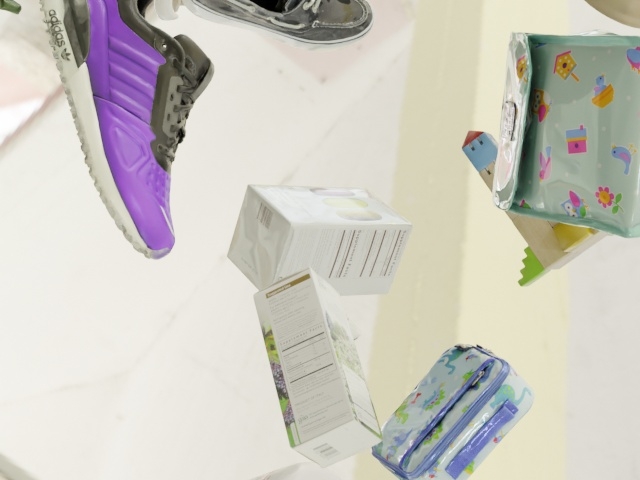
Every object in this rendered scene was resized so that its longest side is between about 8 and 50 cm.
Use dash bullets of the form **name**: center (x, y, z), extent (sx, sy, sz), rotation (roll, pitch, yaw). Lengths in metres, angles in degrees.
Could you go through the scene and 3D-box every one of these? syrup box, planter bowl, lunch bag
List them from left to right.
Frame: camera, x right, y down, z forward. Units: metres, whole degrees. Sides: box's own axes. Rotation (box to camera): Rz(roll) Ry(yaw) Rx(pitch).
- **syrup box**: center (-0.006, 0.164, 1.511), extent (0.096, 0.093, 0.236), rotation (-27, -125, 13)
- **lunch bag**: center (0.181, 0.248, 1.585), extent (0.219, 0.090, 0.176), rotation (-47, -162, -7)
- **lunch bag**: center (0.300, -0.130, 1.326), extent (0.262, 0.160, 0.223), rotation (17, -72, 50)
- **planter bowl**: center (0.529, -0.449, 1.959), extent (0.162, 0.162, 0.109), rotation (-92, -157, -50)

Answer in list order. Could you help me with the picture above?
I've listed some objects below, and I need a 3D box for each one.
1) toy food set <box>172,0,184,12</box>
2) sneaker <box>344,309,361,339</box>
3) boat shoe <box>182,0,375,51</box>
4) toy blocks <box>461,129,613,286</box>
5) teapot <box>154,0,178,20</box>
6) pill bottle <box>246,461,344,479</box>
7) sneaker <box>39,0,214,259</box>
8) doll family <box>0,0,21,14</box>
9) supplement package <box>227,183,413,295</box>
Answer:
- **toy food set**: center (-0.156, -0.542, 2.216), extent (0.092, 0.306, 0.219), rotation (30, -65, 29)
- **sneaker**: center (-0.026, 0.123, 2.018), extent (0.110, 0.118, 0.292), rotation (-25, -172, -23)
- **boat shoe**: center (-0.043, -0.347, 1.637), extent (0.102, 0.301, 0.108), rotation (-20, -116, 61)
- **toy blocks**: center (0.409, -0.141, 1.827), extent (0.381, 0.191, 0.261), rotation (-37, -105, 19)
- **teapot**: center (-0.332, -0.477, 1.782), extent (0.252, 0.256, 0.187), rotation (59, 56, -83)
- **pill bottle**: center (-0.140, 0.520, 1.884), extent (0.408, 0.229, 0.229), rotation (-26, -142, 34)
- **sneaker**: center (-0.168, -0.133, 1.129), extent (0.146, 0.293, 0.102), rotation (-18, 175, -6)
- **doll family**: center (-0.371, -0.281, 1.101), extent (0.076, 0.193, 0.111), rotation (127, -16, -54)
- **supplement package**: center (0.000, 0.000, 1.830), extent (0.139, 0.244, 0.133), rotation (42, -57, 44)
